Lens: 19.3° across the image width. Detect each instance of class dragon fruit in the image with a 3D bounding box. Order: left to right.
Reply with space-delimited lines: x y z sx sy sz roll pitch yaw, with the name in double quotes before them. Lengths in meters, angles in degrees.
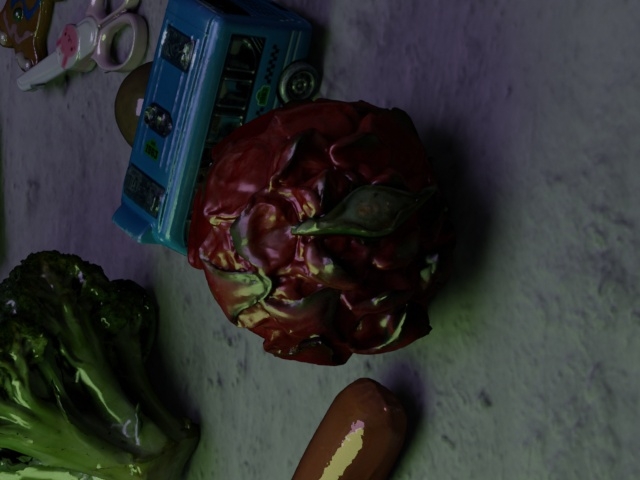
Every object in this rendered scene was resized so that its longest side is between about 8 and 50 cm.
"dragon fruit" 0.000 0.000 1.565 0.293 0.233 0.234 113 152 -78

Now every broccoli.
"broccoli" -0.273 0.180 1.870 0.283 0.321 0.304 27 125 19

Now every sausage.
"sausage" 0.016 0.201 1.614 0.077 0.077 0.194 54 130 40

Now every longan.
"longan" -0.151 -0.122 1.847 0.106 0.106 0.119 49 168 43

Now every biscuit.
"biscuit" -0.329 -0.303 2.151 0.138 0.031 0.205 48 124 44

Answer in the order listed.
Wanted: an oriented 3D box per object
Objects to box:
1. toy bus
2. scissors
"toy bus" -0.099 -0.103 1.735 0.113 0.134 0.246 36 116 49
"scissors" -0.264 -0.213 2.054 0.242 0.030 0.118 -24 68 49
